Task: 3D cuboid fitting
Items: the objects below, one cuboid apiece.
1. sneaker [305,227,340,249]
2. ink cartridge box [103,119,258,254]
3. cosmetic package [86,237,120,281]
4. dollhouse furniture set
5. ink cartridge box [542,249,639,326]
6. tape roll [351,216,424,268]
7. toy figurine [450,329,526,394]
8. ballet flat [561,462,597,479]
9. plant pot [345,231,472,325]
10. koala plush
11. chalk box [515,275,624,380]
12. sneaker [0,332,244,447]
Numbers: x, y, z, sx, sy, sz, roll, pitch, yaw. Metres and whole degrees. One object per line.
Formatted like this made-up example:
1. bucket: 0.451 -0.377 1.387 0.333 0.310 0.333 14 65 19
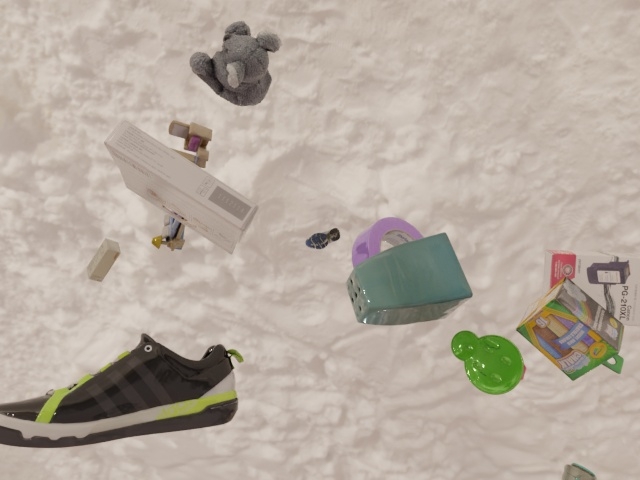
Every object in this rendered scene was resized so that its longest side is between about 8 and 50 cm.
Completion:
1. sneaker: 0.000 0.000 1.397 0.058 0.135 0.052 -16 90 48
2. ink cartridge box: -0.283 -0.095 0.948 0.296 0.066 0.261 33 163 -7
3. cosmetic package: -0.631 0.058 1.313 0.041 0.060 0.115 26 110 -43
4. dollhouse furniture set: -0.470 -0.166 1.361 0.198 0.304 0.286 13 141 -24
5. ink cartridge box: 0.705 0.118 1.152 0.237 0.100 0.172 3 96 15
6. tape roll: 0.233 0.067 1.419 0.274 0.275 0.090 28 144 -20
7. toy figurine: 0.413 0.289 1.071 0.159 0.173 0.130 27 93 -48
8. ballet flat: 0.477 0.462 0.818 0.072 0.068 0.213 13 156 47
9. plant pot: 0.190 0.105 1.061 0.234 0.166 0.165 -9 154 -15
10. koala plush: -0.193 -0.452 1.152 0.203 0.196 0.221 49 166 -20
11. chalk box: 0.591 0.217 1.038 0.213 0.132 0.132 45 130 14
12. sneaker: -0.193 0.143 0.449 0.234 0.097 0.084 4 160 -30
